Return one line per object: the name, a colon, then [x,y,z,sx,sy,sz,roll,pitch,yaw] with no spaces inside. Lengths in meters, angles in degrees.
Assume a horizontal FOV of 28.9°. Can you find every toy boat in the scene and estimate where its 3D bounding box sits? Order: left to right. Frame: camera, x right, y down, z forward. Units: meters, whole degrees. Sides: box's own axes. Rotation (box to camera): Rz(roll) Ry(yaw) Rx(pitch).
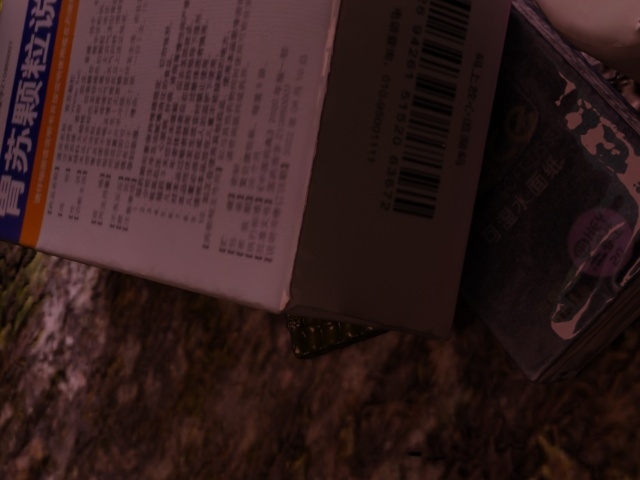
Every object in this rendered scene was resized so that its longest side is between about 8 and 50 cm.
toy boat: [0.000,0.000,0.656,0.063,0.016,0.115,-22,71,31]

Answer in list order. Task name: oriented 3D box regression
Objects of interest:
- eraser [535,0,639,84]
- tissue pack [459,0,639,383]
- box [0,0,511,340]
eraser: [0.222,-0.231,0.451,0.331,0.150,0.331,-6,79,37]
tissue pack: [0.094,-0.027,0.571,0.112,0.051,0.156,-51,60,24]
box: [-0.054,-0.077,0.612,0.299,0.106,0.200,11,90,51]
